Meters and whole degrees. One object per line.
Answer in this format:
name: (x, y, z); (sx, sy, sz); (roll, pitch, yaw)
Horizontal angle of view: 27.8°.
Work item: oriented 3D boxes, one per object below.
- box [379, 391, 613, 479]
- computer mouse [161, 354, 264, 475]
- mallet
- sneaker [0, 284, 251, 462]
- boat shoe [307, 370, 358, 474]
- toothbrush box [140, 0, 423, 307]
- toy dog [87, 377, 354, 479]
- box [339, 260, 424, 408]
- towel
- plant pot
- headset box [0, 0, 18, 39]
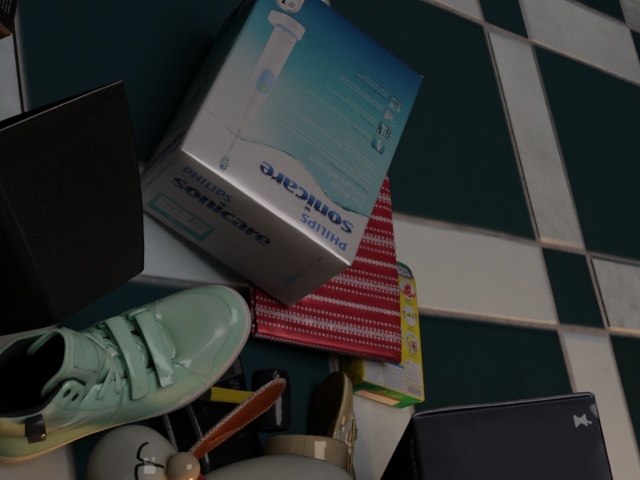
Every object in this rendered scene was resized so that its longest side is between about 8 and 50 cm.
box: (0.179, 0.356, 1.252); (0.179, 0.312, 0.343); (-6, 68, -7)
computer mouse: (-0.128, 0.206, 1.225); (0.184, 0.060, 0.262); (-24, 96, -51)
mallet: (-0.100, 0.135, 1.210); (0.189, 0.039, 0.062); (22, 62, -40)
sneaker: (-0.166, 0.100, 1.066); (0.256, 0.151, 0.094); (-27, 76, -16)
boat shoe: (0.016, 0.209, 1.391); (0.045, 0.050, 0.135); (32, 58, -38)
toothbrush box: (-0.040, -0.113, 1.397); (0.216, 0.126, 0.295); (34, 50, -17)
toy dog: (-0.038, 0.230, 1.115); (0.333, 0.161, 0.220); (-4, 84, -61)
box: (0.068, 0.098, 1.516); (0.105, 0.043, 0.179); (23, 55, -38)
towel: (0.000, 0.000, 1.468); (0.199, 0.031, 0.275); (12, 60, -28)
plant pot: (-0.262, -0.016, 1.110); (0.187, 0.188, 0.167); (-35, 109, -52)
headset box: (-0.376, -0.250, 1.030); (0.131, 0.283, 0.246); (42, 41, -48)
